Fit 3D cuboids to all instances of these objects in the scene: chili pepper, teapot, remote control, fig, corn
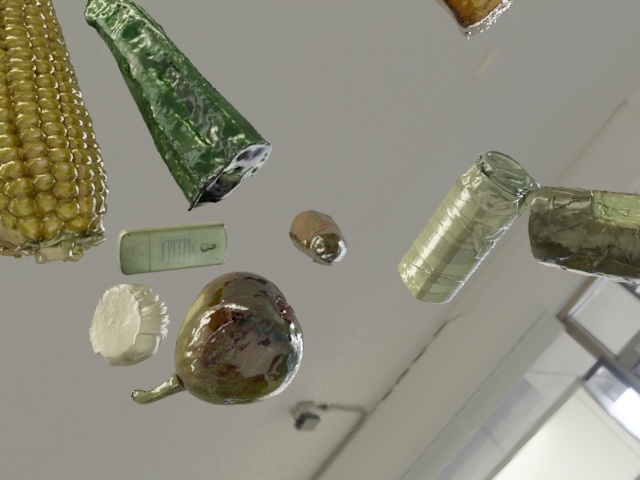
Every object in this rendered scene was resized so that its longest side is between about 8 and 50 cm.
[{"bbox_3d":[-0.141,-0.133,0.639,0.088,0.227,0.059,-39,-15,-3],"label":"chili pepper"},{"bbox_3d":[0.191,-0.013,0.922,0.107,0.077,0.200,6,-48,-32],"label":"teapot"},{"bbox_3d":[-0.312,0.016,1.572,0.233,0.038,0.098,-6,-68,-27],"label":"remote control"},{"bbox_3d":[-0.135,0.137,0.834,0.245,0.149,0.149,-33,-28,19],"label":"fig"},{"bbox_3d":[-0.305,-0.158,0.704,0.144,0.387,0.144,-21,-9,-3],"label":"corn"}]

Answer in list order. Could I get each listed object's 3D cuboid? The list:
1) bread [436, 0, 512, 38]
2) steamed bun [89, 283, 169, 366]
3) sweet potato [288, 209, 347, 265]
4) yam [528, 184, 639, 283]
[{"bbox_3d":[0.237,-0.556,1.436,0.148,0.328,0.337,-42,-2,15],"label":"bread"},{"bbox_3d":[-0.383,0.173,1.527,0.183,0.183,0.106,-50,-33,11],"label":"steamed bun"},{"bbox_3d":[0.000,0.000,1.117,0.075,0.273,0.075,-1,-81,-8],"label":"sweet potato"},{"bbox_3d":[0.452,-0.008,1.148,0.154,0.254,0.154,6,-90,-74],"label":"yam"}]
